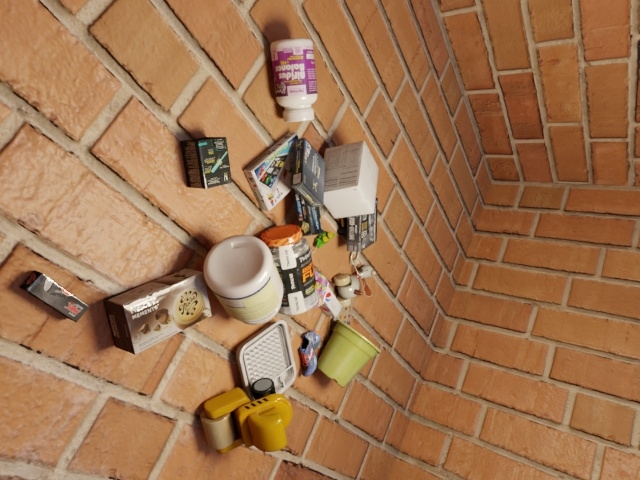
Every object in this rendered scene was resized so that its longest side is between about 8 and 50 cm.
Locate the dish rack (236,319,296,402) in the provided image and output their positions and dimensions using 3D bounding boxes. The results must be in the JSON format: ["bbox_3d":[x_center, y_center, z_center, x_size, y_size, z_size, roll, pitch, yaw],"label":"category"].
[{"bbox_3d":[-0.236,0.524,1.933,0.286,0.072,0.332,-30,120,-45],"label":"dish rack"}]

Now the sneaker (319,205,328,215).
[{"bbox_3d":[0.008,-0.231,2.094,0.095,0.090,0.234,-42,130,-52],"label":"sneaker"}]

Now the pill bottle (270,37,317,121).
[{"bbox_3d":[-0.100,-0.629,1.801,0.169,0.169,0.301,-26,116,-47],"label":"pill bottle"}]

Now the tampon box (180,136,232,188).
[{"bbox_3d":[-0.389,-0.267,1.554,0.120,0.102,0.160,-24,116,-47],"label":"tampon box"}]

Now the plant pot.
[{"bbox_3d":[0.118,0.576,2.262,0.253,0.276,0.276,-53,136,-11],"label":"plant pot"}]

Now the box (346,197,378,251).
[{"bbox_3d":[0.216,-0.088,2.328,0.307,0.077,0.242,-24,116,-66],"label":"box"}]

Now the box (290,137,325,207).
[{"bbox_3d":[-0.048,-0.279,1.882,0.183,0.059,0.232,43,43,-51],"label":"box"}]

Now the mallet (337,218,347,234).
[{"bbox_3d":[0.099,-0.117,2.276,0.039,0.062,0.189,-20,97,-50],"label":"mallet"}]

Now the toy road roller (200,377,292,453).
[{"bbox_3d":[-0.265,0.694,1.722,0.330,0.241,0.202,-16,111,-23],"label":"toy road roller"}]

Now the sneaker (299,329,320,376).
[{"bbox_3d":[-0.067,0.535,2.161,0.087,0.083,0.221,11,82,-39],"label":"sneaker"}]

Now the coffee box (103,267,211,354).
[{"bbox_3d":[-0.517,0.219,1.470,0.297,0.119,0.168,-24,113,-49],"label":"coffee box"}]

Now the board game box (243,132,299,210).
[{"bbox_3d":[-0.169,-0.287,1.873,0.305,0.053,0.192,-48,133,-35],"label":"board game box"}]

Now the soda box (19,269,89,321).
[{"bbox_3d":[-0.724,0.154,1.245,0.060,0.053,0.169,-59,138,-26],"label":"soda box"}]

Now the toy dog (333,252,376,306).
[{"bbox_3d":[0.203,0.215,2.357,0.333,0.161,0.220,-52,134,-35],"label":"toy dog"}]

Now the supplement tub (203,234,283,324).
[{"bbox_3d":[-0.263,0.153,1.633,0.235,0.236,0.324,-60,160,-26],"label":"supplement tub"}]

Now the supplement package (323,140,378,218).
[{"bbox_3d":[0.128,-0.269,2.036,0.199,0.198,0.262,51,40,-47],"label":"supplement package"}]

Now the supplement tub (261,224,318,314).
[{"bbox_3d":[-0.131,0.118,1.877,0.207,0.207,0.337,-34,123,-44],"label":"supplement tub"}]

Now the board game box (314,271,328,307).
[{"bbox_3d":[-0.035,0.227,2.094,0.033,0.133,0.168,143,-38,-81],"label":"board game box"}]

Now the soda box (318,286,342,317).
[{"bbox_3d":[0.024,0.286,2.218,0.069,0.074,0.216,-57,136,-28],"label":"soda box"}]

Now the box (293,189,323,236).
[{"bbox_3d":[-0.052,-0.130,1.970,0.175,0.051,0.220,-9,89,-73],"label":"box"}]

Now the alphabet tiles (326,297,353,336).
[{"bbox_3d":[0.104,0.424,2.403,0.198,0.009,0.237,6,93,-53],"label":"alphabet tiles"}]

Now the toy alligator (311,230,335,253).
[{"bbox_3d":[0.000,0.000,2.155,0.051,0.056,0.190,48,50,5],"label":"toy alligator"}]
